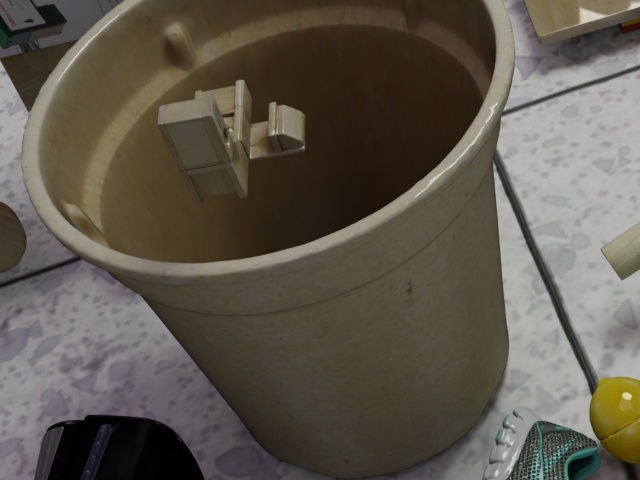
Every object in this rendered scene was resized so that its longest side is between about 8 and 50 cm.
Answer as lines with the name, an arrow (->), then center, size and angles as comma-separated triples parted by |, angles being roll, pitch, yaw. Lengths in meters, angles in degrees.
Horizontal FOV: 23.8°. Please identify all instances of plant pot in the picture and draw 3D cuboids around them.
plant pot -> 0.000, 0.000, 1.089 | 0.333, 0.305, 0.334 | -11, 45, 11

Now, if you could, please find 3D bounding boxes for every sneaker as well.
sneaker -> 0.143, 0.188, 1.032 | 0.076, 0.065, 0.166 | 11, 54, 24

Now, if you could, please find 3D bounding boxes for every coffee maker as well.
coffee maker -> -0.145, 0.227, 1.081 | 0.171, 0.120, 0.178 | 16, 53, 4

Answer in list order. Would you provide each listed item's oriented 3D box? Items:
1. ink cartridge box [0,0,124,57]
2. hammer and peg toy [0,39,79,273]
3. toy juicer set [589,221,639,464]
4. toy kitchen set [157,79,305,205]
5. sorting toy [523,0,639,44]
ink cartridge box -> -0.226, -0.234, 1.200 | 0.219, 0.093, 0.160 | -12, 47, 9
hammer and peg toy -> -0.175, -0.120, 1.304 | 0.361, 0.266, 0.127 | -28, 26, -8
toy juicer set -> 0.292, 0.083, 1.065 | 0.209, 0.089, 0.329 | -19, 51, 21
toy kitchen set -> -0.051, -0.079, 0.910 | 0.068, 0.075, 0.083 | -9, 49, 11
sorting toy -> 0.253, -0.236, 1.405 | 0.132, 0.046, 0.275 | -16, 45, 6
